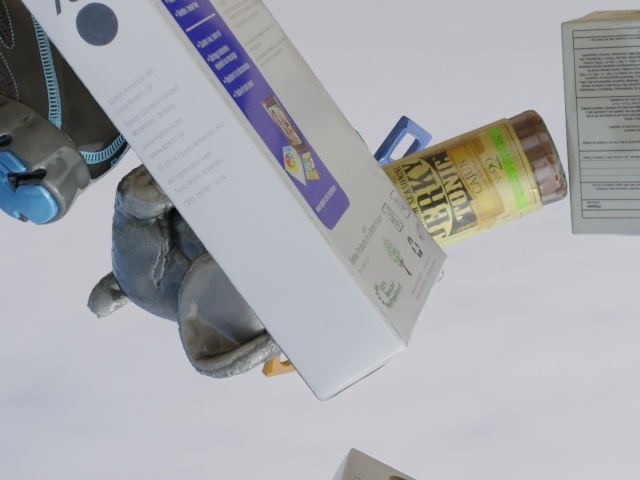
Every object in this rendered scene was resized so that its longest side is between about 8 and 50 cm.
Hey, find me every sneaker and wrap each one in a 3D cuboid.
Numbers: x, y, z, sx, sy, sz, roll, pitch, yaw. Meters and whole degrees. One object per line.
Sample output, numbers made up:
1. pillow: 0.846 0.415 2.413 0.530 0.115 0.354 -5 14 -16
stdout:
1. sneaker: -0.292 -0.158 1.438 0.139 0.341 0.125 -44 172 -31

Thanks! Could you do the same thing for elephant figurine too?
1. elephant figurine: -0.048 0.033 1.400 0.169 0.186 0.239 -37 -114 -25

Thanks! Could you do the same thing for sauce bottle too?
1. sauce bottle: 0.091 -0.031 1.930 0.344 0.111 0.111 -23 -169 0

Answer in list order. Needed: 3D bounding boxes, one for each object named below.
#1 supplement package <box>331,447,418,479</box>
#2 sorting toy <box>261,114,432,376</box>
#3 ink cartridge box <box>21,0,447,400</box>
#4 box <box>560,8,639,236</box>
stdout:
1. supplement package: 0.104 0.364 2.001 0.244 0.134 0.139 27 -154 -5
2. sorting toy: 0.000 0.000 2.063 0.047 0.348 0.196 39 -160 35
3. ink cartridge box: -0.058 -0.085 0.951 0.065 0.333 0.165 -33 -174 18
4. box: 0.348 -0.128 1.923 0.148 0.232 0.127 0 -168 24
